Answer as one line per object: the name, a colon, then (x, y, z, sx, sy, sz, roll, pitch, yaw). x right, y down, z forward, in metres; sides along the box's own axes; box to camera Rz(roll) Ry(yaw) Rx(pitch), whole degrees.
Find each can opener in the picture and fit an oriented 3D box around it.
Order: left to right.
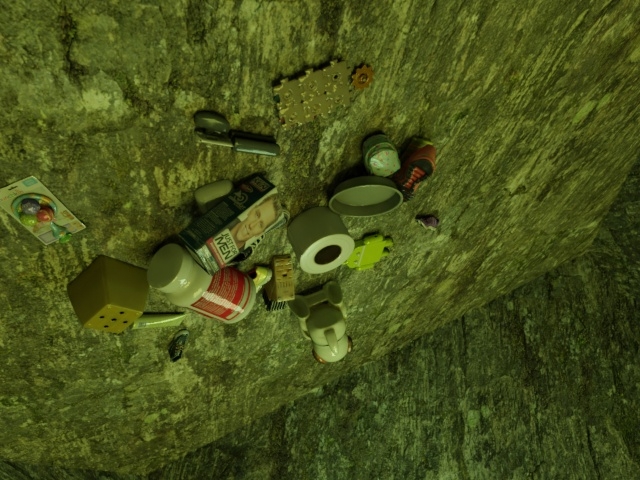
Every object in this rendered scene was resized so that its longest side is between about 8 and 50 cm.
can opener: (-0.249, -0.315, 1.286, 0.280, 0.074, 0.093, 5, 133, -37)

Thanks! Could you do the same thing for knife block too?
knife block: (-0.212, 0.201, 1.970, 0.088, 0.242, 0.275, -6, 95, -28)

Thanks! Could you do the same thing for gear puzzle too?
gear puzzle: (0.014, -0.471, 1.293, 0.339, 0.044, 0.175, -24, 143, -9)

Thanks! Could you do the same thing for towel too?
towel: (0.355, -0.318, 1.716, 0.102, 0.021, 0.237, 6, 134, -30)

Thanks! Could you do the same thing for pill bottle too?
pill bottle: (-0.454, 0.168, 1.632, 0.229, 0.229, 0.408, -35, 144, 11)

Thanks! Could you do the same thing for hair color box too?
hair color box: (-0.295, -0.055, 1.446, 0.347, 0.105, 0.174, -42, 151, -20)

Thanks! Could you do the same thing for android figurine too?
android figurine: (0.228, 0.059, 2.079, 0.273, 0.056, 0.248, -13, 142, -22)

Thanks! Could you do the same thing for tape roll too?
tape roll: (0.000, 0.000, 1.760, 0.246, 0.169, 0.246, -18, 144, -14)

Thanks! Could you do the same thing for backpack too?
backpack: (0.229, -0.309, 1.563, 0.152, 0.115, 0.182, -27, 143, 4)

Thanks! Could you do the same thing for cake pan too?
cake pan: (0.178, -0.172, 1.667, 0.293, 0.054, 0.293, -2, 159, -1)

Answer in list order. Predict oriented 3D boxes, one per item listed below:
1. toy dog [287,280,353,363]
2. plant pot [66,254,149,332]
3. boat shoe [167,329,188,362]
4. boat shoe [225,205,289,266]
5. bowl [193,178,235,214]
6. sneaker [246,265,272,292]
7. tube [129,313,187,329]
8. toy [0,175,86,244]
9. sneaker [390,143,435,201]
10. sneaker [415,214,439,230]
toy dog: (0.051, 0.474, 2.215, 0.285, 0.395, 0.407, -28, 137, -14)
plant pot: (-0.760, 0.214, 1.529, 0.212, 0.187, 0.212, -38, 144, 16)
boat shoe: (-0.686, 0.517, 2.045, 0.065, 0.083, 0.183, 10, 131, -40)
boat shoe: (-0.260, -0.008, 1.593, 0.341, 0.158, 0.127, -22, 144, -7)
bowl: (-0.358, -0.135, 1.463, 0.142, 0.053, 0.142, -20, 144, -8)
sneaker: (-0.312, 0.184, 1.882, 0.094, 0.081, 0.208, 27, 115, -37)
tube: (-0.718, 0.356, 1.853, 0.070, 0.062, 0.240, 2, 176, 45)
toy: (-0.830, -0.070, 1.241, 0.137, 0.056, 0.237, -25, 145, -5)
sneaker: (0.365, -0.265, 1.678, 0.116, 0.136, 0.314, 32, 147, -9)
sneaker: (0.532, -0.099, 2.082, 0.170, 0.068, 0.071, 5, 119, -48)
